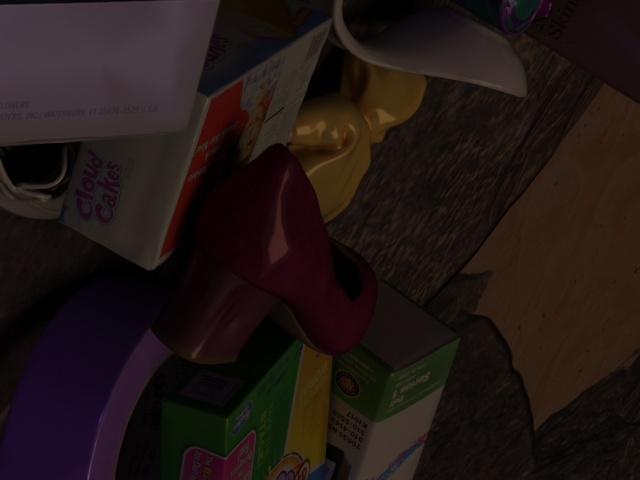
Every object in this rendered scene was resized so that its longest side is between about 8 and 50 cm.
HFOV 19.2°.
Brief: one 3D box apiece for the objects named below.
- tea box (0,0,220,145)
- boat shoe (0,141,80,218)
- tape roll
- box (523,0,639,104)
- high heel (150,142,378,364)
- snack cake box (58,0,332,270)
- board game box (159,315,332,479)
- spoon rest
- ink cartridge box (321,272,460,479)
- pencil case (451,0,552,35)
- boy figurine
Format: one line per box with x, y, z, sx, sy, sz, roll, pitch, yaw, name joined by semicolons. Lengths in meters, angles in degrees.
-0.192;-0.262;0.914;0.220;0.329;0.323;-5;127;-34;tea box
-0.223;-0.059;1.429;0.083;0.076;0.226;-53;154;-4;boat shoe
-0.173;0.173;1.668;0.275;0.090;0.274;13;90;-69;tape roll
0.269;-0.237;1.772;0.121;0.311;0.148;-4;124;-58;box
0.000;0.000;1.571;0.181;0.127;0.377;-58;168;16;high heel
-0.094;-0.100;1.500;0.264;0.089;0.152;-43;158;-62;snack cake box
-0.068;0.226;1.745;0.242;0.064;0.316;-47;147;-54;board game box
0.085;-0.186;1.725;0.276;0.137;0.084;23;99;-44;spoon rest
0.001;0.166;1.916;0.117;0.201;0.278;-26;142;-44;ink cartridge box
0.134;-0.243;1.720;0.070;0.152;0.064;11;110;-53;pencil case
-0.015;-0.075;1.738;0.285;0.092;0.177;-50;153;-13;boy figurine
